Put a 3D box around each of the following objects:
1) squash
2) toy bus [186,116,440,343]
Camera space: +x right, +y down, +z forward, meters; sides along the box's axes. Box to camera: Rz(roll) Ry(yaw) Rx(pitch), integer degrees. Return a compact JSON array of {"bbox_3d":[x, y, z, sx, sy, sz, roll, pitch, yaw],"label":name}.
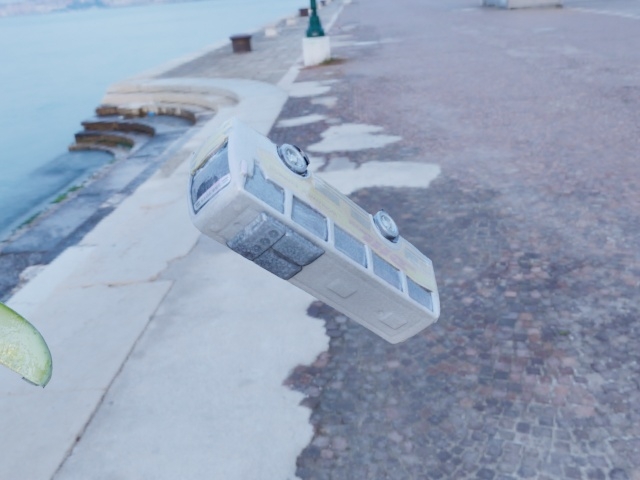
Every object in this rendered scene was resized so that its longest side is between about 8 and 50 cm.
[{"bbox_3d":[-0.569,0.156,1.089,0.252,0.169,0.093,10,60,41],"label":"squash"},{"bbox_3d":[0.000,0.000,0.747,0.097,0.342,0.138,-36,37,31],"label":"toy bus"}]
